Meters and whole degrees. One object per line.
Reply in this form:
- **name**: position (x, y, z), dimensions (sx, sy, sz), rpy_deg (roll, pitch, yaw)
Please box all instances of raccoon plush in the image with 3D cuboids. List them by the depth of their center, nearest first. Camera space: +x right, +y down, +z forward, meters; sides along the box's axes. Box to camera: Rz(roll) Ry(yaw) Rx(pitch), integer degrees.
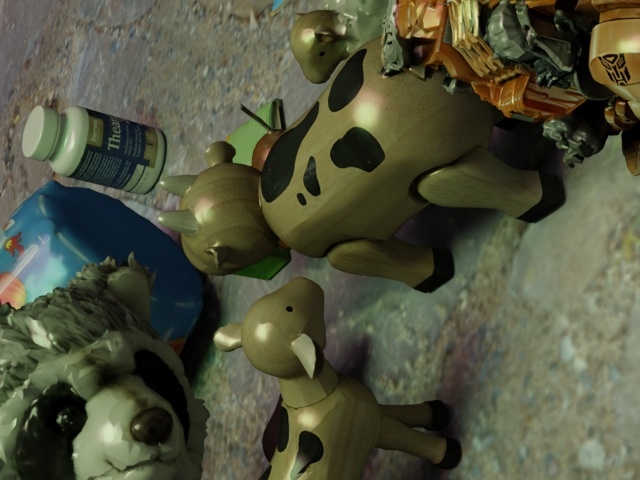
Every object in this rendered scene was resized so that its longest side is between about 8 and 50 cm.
- **raccoon plush**: position (-0.225, 0.202, 0.811), dimensions (0.446, 0.216, 0.299), rpy_deg (-25, 84, 30)

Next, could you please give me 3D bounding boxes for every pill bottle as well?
- **pill bottle**: position (-0.212, -0.087, 1.164), dimensions (0.067, 0.120, 0.067), rpy_deg (-27, 56, 50)

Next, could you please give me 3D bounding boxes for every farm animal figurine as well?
- **farm animal figurine**: position (0.000, 0.000, 0.748), dimensions (0.327, 0.172, 0.330), rpy_deg (-53, 38, 31)

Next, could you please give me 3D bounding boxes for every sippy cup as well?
- **sippy cup**: position (-0.219, 0.083, 1.034), dimensions (0.305, 0.240, 0.224), rpy_deg (45, 107, 27)

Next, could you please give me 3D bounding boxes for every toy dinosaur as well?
- **toy dinosaur**: position (0.156, -0.077, 0.492), dimensions (0.322, 0.218, 0.164), rpy_deg (43, 113, 55)

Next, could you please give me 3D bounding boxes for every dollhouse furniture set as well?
- **dollhouse furniture set**: position (-0.067, -0.042, 0.978), dimensions (0.076, 0.058, 0.152), rpy_deg (-41, 45, 42)

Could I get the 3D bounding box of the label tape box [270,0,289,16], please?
- **label tape box**: position (0.119, -0.272, 0.682), dimensions (0.333, 0.106, 0.241), rpy_deg (-41, 29, 42)
